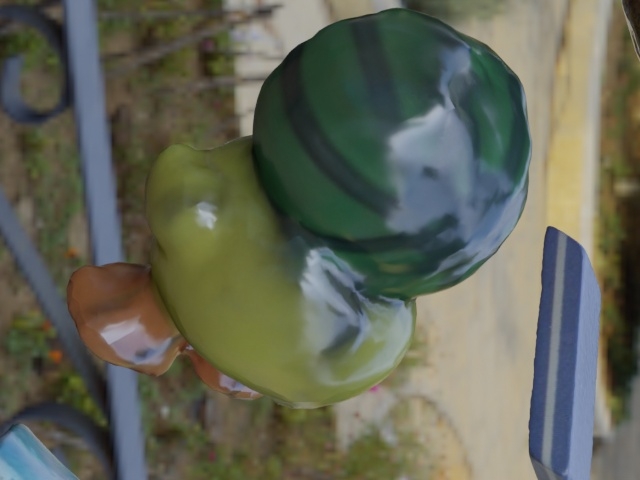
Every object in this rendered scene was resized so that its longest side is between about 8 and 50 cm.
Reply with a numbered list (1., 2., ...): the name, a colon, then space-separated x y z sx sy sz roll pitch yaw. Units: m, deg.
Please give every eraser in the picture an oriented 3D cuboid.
1. eraser: 0.193 0.100 1.391 0.082 0.036 0.225 61 32 -55

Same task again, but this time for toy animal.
1. toy animal: 0.002 0.001 1.164 0.216 0.338 0.191 19 41 -40

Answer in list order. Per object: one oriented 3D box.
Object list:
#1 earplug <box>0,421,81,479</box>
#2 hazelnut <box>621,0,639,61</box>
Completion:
1. earplug: -0.185 0.324 1.615 0.185 0.324 0.185 -60 176 -8
2. hazelnut: 0.423 -0.152 1.230 0.429 0.402 0.402 2 89 -31
